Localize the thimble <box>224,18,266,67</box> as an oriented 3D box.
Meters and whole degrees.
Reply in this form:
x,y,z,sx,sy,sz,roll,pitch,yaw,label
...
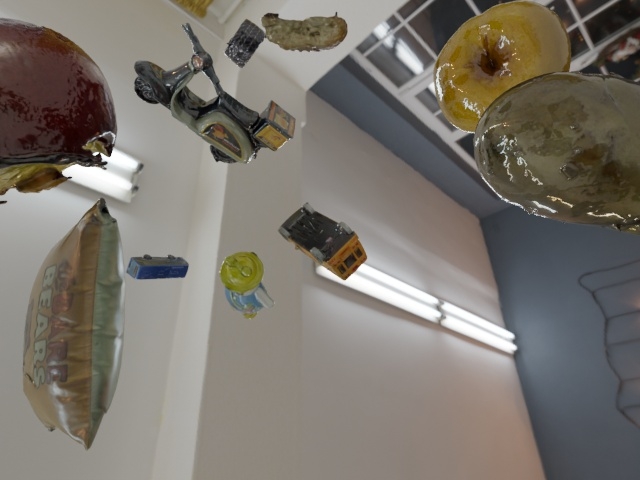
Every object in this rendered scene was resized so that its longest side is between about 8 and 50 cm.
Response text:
x,y,z,sx,sy,sz,roll,pitch,yaw,label
-0.186,-0.485,1.029,0.066,0.104,0.095,35,-173,-20,thimble

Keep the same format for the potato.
x,y,z,sx,sy,sz,roll,pitch,yaw,label
0.296,-0.089,0.454,0.263,0.165,0.164,16,-126,-19,potato

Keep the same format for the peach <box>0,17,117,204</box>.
x,y,z,sx,sy,sz,roll,pitch,yaw,label
-0.595,-0.209,0.764,0.353,0.340,0.416,44,-143,-39,peach

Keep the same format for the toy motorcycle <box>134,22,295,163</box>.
x,y,z,sx,sy,sz,roll,pitch,yaw,label
-0.189,-0.237,0.730,0.263,0.157,0.090,33,-138,-33,toy motorcycle

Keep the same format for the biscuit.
x,y,z,sx,sy,sz,roll,pitch,yaw,label
-0.024,-0.424,0.864,0.118,0.183,0.061,-23,-60,-65,biscuit

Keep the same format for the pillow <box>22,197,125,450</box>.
x,y,z,sx,sy,sz,roll,pitch,yaw,label
-0.370,0.131,0.626,0.119,0.313,0.309,11,-112,-38,pillow

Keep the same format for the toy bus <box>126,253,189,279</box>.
x,y,z,sx,sy,sz,roll,pitch,yaw,label
-0.404,0.069,1.048,0.061,0.051,0.153,34,-164,32,toy bus

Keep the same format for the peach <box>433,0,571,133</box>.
x,y,z,sx,sy,sz,roll,pitch,yaw,label
0.245,-0.230,0.572,0.103,0.179,0.179,5,-116,-52,peach

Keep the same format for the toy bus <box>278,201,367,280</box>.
x,y,z,sx,sy,sz,roll,pitch,yaw,label
0.000,0.000,0.675,0.069,0.162,0.074,-45,-53,-10,toy bus

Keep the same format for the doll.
x,y,z,sx,sy,sz,roll,pitch,yaw,label
-0.173,0.100,0.950,0.099,0.241,0.135,-21,-115,-14,doll
